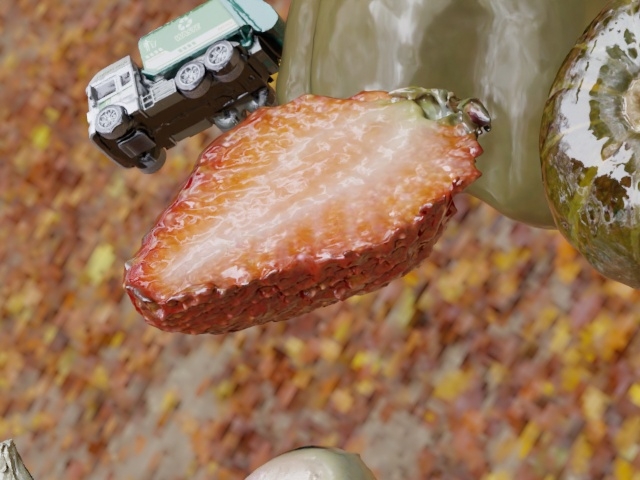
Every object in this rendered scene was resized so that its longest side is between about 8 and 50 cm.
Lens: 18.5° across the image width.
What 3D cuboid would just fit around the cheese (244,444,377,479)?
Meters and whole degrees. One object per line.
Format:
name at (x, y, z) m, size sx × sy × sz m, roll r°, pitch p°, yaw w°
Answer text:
cheese at (-0.041, 0.294, 1.575) m, size 0.163 × 0.082 × 0.286 m, roll -15°, pitch 38°, yaw 42°

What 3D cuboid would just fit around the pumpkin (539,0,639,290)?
pumpkin at (0.252, -0.059, 1.299) m, size 0.219 × 0.162 × 0.219 m, roll -8°, pitch 66°, yaw 19°

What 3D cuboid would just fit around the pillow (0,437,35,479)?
pillow at (-0.288, 0.294, 1.904) m, size 0.119 × 0.208 × 0.053 m, roll -44°, pitch -12°, yaw 33°

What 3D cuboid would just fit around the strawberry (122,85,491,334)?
strawberry at (-0.003, -0.003, 1.171) m, size 0.236 × 0.107 × 0.175 m, roll -20°, pitch 36°, yaw -5°

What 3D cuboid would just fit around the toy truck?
toy truck at (-0.141, -0.181, 2.199) m, size 0.253 × 0.114 × 0.124 m, roll -25°, pitch 54°, yaw 16°

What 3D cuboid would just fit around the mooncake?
mooncake at (0.188, -0.185, 1.902) m, size 0.467 × 0.467 × 0.262 m, roll -131°, pitch 46°, yaw -65°
